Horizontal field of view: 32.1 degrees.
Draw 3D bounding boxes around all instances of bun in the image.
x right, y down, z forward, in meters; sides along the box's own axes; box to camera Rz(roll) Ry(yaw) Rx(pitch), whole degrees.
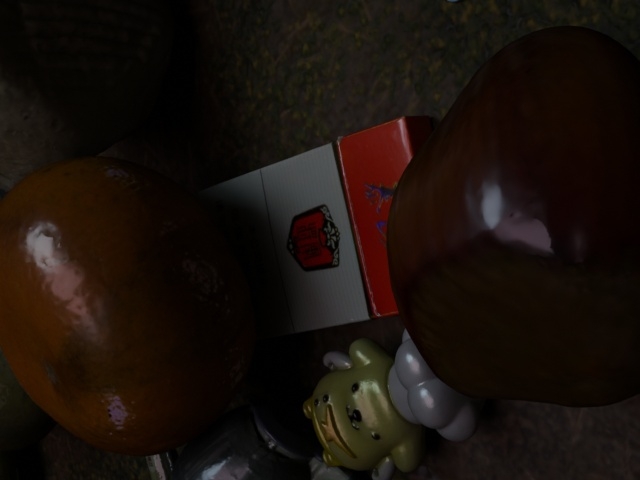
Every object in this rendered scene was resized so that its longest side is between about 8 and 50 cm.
[{"bbox_3d":[-0.264,-0.166,0.938,0.205,0.281,0.282,-30,75,46],"label":"bun"}]

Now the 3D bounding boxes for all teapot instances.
[{"bbox_3d":[-0.039,0.189,0.876,0.108,0.111,0.149,-54,53,21],"label":"teapot"}]

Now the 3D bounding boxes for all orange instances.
[{"bbox_3d":[-0.154,0.047,0.866,0.240,0.171,0.240,31,138,32],"label":"orange"}]

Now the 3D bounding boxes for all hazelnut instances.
[{"bbox_3d":[0.134,-0.007,0.618,0.186,0.210,0.210,36,125,9],"label":"hazelnut"}]

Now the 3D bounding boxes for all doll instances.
[{"bbox_3d":[0.051,0.115,0.797,0.162,0.062,0.106,-34,77,43],"label":"doll"}]

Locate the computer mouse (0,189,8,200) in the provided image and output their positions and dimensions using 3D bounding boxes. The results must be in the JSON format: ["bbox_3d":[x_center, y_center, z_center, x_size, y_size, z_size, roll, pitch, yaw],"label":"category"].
[{"bbox_3d":[-0.293,-0.103,1.130,0.120,0.057,0.232,7,102,45],"label":"computer mouse"}]

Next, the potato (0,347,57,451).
[{"bbox_3d":[-0.344,0.122,1.149,0.251,0.159,0.174,35,111,29],"label":"potato"}]

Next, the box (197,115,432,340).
[{"bbox_3d":[0.000,0.000,0.853,0.245,0.035,0.139,-14,87,48],"label":"box"}]

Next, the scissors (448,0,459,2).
[{"bbox_3d":[0.069,-0.179,0.769,0.083,0.006,0.036,2,100,47],"label":"scissors"}]

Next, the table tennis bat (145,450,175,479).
[{"bbox_3d":[-0.181,0.121,1.080,0.138,0.022,0.247,-30,73,46],"label":"table tennis bat"}]

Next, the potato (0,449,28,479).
[{"bbox_3d":[-0.396,0.250,1.264,0.149,0.113,0.251,-34,64,51],"label":"potato"}]
